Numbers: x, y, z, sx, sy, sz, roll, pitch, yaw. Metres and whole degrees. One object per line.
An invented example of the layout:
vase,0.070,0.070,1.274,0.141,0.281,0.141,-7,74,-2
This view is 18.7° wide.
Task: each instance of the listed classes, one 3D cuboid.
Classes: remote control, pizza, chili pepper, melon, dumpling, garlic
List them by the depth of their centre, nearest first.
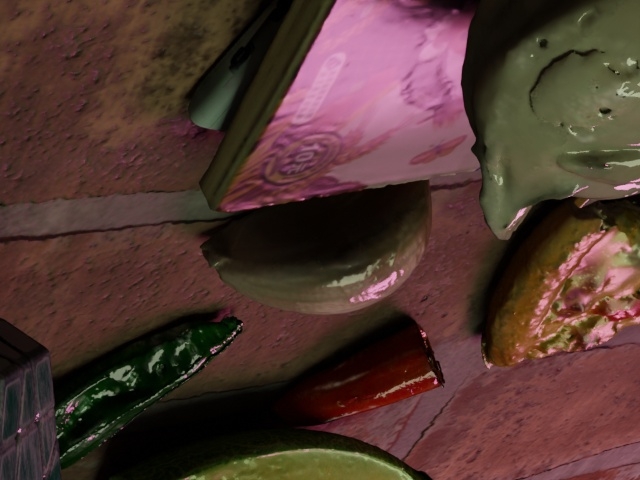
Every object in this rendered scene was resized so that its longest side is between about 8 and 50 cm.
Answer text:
dumpling,0.206,-0.151,1.300,0.318,0.187,0.243,-42,-168,38
remote control,-0.022,-0.134,1.346,0.065,0.029,0.166,8,137,-44
garlic,0.012,0.008,1.537,0.195,0.101,0.087,-24,153,-3
chili pepper,-0.163,0.127,1.656,0.227,0.059,0.088,-30,156,0
pizza,0.303,0.034,1.809,0.287,0.075,0.280,-8,149,-12
chili pepper,0.028,0.135,1.821,0.169,0.065,0.088,-22,179,8
melon,-0.042,0.239,1.840,0.323,0.124,0.196,-9,168,-23

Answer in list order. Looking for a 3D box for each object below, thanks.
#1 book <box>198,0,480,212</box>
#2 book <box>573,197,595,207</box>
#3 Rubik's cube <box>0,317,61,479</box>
book,0.142,-0.149,1.414,0.428,0.039,0.300,-11,149,-33
book,0.297,-0.095,1.648,0.118,0.012,0.172,-23,160,-52
Rubik's cube,-0.330,0.160,1.347,0.319,0.264,0.319,-19,151,-11
